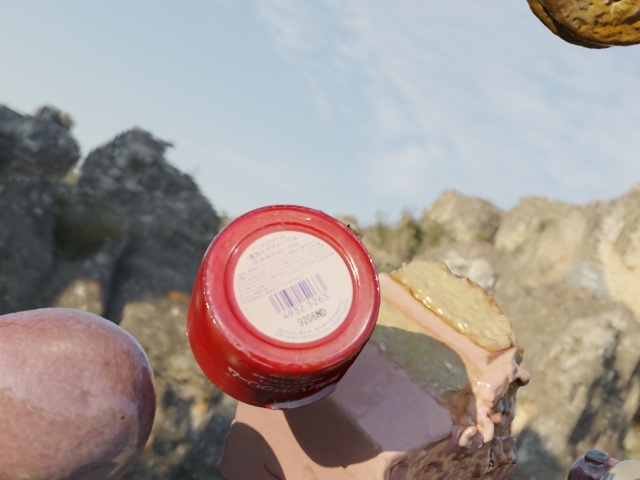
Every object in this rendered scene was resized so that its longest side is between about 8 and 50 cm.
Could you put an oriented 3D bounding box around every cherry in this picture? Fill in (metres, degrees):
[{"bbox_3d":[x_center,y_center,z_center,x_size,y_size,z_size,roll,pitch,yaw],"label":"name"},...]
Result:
[{"bbox_3d":[-0.299,0.176,1.238,0.239,0.206,0.239,-11,-1,0],"label":"cherry"}]

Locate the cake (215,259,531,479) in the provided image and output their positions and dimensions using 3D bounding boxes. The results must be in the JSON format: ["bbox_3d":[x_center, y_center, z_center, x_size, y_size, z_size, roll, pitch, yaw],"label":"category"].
[{"bbox_3d":[0.081,0.227,1.516,0.306,0.314,0.293,-18,45,-37],"label":"cake"}]

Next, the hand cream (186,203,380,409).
[{"bbox_3d":[-0.039,0.068,1.232,0.193,0.193,0.125,27,-27,3],"label":"hand cream"}]

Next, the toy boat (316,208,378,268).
[{"bbox_3d":[0.000,0.000,1.705,0.200,0.077,0.057,28,-28,-36],"label":"toy boat"}]

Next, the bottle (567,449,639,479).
[{"bbox_3d":[0.476,0.387,1.776,0.233,0.110,0.110,19,-9,43],"label":"bottle"}]

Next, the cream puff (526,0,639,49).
[{"bbox_3d":[0.265,-0.267,1.100,0.189,0.129,0.189,5,-46,5],"label":"cream puff"}]
